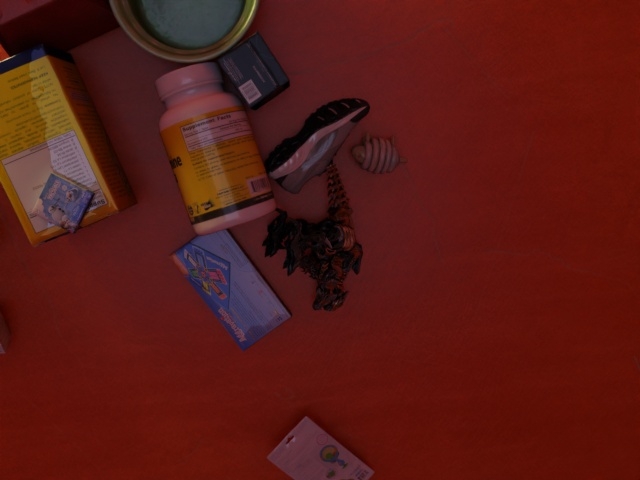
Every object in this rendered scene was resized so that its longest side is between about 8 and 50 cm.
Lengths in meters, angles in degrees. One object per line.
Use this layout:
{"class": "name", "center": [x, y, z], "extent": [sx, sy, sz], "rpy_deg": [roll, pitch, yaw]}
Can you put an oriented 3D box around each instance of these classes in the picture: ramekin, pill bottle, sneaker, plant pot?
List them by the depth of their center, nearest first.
{"class": "plant pot", "center": [-0.569, -0.521, 1.361], "extent": [0.267, 0.236, 0.267], "rpy_deg": [-25, 101, 0]}
{"class": "ramekin", "center": [-0.272, -0.515, 1.429], "extent": [0.303, 0.148, 0.303], "rpy_deg": [-1, 99, -3]}
{"class": "pill bottle", "center": [-0.229, -0.192, 1.461], "extent": [0.188, 0.188, 0.334], "rpy_deg": [-18, 95, 0]}
{"class": "sneaker", "center": [0.002, -0.214, 1.533], "extent": [0.271, 0.100, 0.108], "rpy_deg": [-41, 124, 0]}

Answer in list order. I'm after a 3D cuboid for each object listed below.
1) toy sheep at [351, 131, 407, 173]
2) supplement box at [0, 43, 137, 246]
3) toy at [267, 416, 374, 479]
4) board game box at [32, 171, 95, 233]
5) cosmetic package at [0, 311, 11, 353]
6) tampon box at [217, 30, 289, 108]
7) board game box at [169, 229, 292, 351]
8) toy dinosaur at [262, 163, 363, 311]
{"class": "toy sheep", "center": [0.132, -0.190, 1.541], "extent": [0.132, 0.091, 0.091], "rpy_deg": [5, 99, -10]}
{"class": "supplement box", "center": [-0.558, -0.195, 1.442], "extent": [0.194, 0.195, 0.357], "rpy_deg": [-22, 99, 1]}
{"class": "toy", "center": [0.000, 0.531, 1.664], "extent": [0.237, 0.056, 0.137], "rpy_deg": [43, 91, -14]}
{"class": "board game box", "center": [-0.503, -0.073, 1.354], "extent": [0.090, 0.020, 0.090], "rpy_deg": [27, 97, -6]}
{"class": "cosmetic package", "center": [-0.830, 0.208, 1.542], "extent": [0.239, 0.060, 0.099], "rpy_deg": [-3, 128, -3]}
{"class": "tampon box", "center": [-0.137, -0.352, 1.458], "extent": [0.101, 0.161, 0.120], "rpy_deg": [-34, 98, 3]}
{"class": "board game box", "center": [-0.205, 0.105, 1.596], "extent": [0.145, 0.027, 0.281], "rpy_deg": [-35, 100, 1]}
{"class": "toy dinosaur", "center": [0.000, 0.000, 1.551], "extent": [0.218, 0.164, 0.322], "rpy_deg": [-1, 85, -26]}
